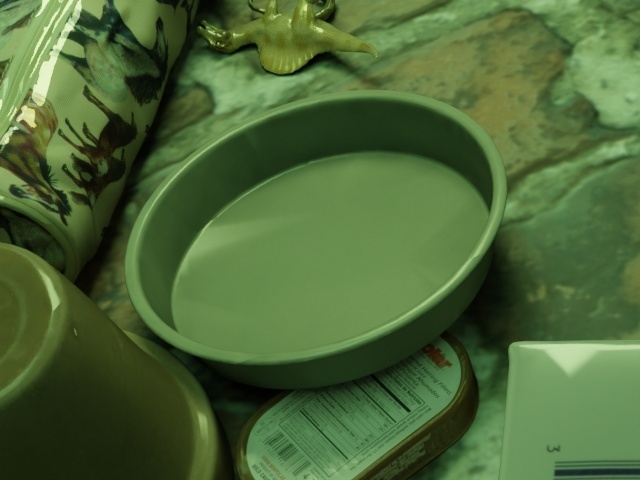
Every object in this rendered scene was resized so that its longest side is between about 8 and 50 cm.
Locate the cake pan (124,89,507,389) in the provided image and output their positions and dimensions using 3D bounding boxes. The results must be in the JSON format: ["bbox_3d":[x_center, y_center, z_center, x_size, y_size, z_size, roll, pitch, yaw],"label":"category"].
[{"bbox_3d":[0.000,0.000,1.389,0.293,0.054,0.293,-12,41,10],"label":"cake pan"}]

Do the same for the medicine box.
[{"bbox_3d":[0.184,0.239,1.019,0.149,0.289,0.263,-2,51,16],"label":"medicine box"}]

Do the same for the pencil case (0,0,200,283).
[{"bbox_3d":[-0.206,-0.140,1.500,0.160,0.183,0.410,7,55,20],"label":"pencil case"}]

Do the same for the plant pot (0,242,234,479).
[{"bbox_3d":[-0.211,0.126,1.256,0.263,0.229,0.263,-8,51,10],"label":"plant pot"}]

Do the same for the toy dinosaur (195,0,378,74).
[{"bbox_3d":[-0.013,-0.181,1.580,0.183,0.053,0.092,8,69,29],"label":"toy dinosaur"}]

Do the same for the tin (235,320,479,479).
[{"bbox_3d":[0.026,0.129,1.318,0.190,0.040,0.106,-36,56,-15],"label":"tin"}]
